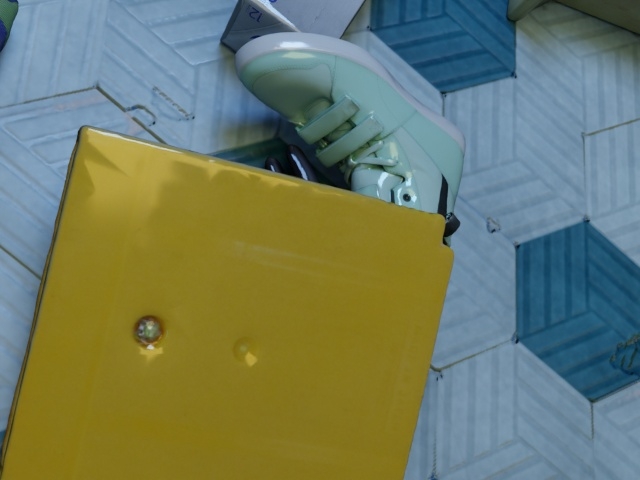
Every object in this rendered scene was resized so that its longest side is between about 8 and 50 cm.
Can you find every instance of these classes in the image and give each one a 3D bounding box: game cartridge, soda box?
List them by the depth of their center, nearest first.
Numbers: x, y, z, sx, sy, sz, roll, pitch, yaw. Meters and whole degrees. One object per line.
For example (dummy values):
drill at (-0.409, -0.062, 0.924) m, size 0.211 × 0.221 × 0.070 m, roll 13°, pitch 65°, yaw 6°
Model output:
game cartridge at (-0.065, 0.084, 0.745) m, size 0.323 × 0.052 × 0.285 m, roll 14°, pitch 90°, yaw -19°
soda box at (0.019, -0.287, 0.914) m, size 0.098 × 0.091 × 0.286 m, roll 33°, pitch 65°, yaw -8°

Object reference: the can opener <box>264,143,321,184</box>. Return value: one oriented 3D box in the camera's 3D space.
can opener at (0.000, 0.000, 0.847) m, size 0.059 × 0.073 × 0.186 m, roll -33°, pitch 83°, yaw 12°

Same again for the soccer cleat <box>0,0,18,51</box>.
soccer cleat at (-0.373, -0.246, 0.733) m, size 0.289 × 0.093 × 0.121 m, roll 42°, pitch 53°, yaw -20°

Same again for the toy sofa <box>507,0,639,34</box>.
toy sofa at (0.402, -0.299, 1.039) m, size 0.362 × 0.150 × 0.177 m, roll 17°, pitch 70°, yaw -16°

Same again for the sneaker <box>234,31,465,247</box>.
sneaker at (0.032, -0.076, 0.822) m, size 0.256 × 0.094 × 0.151 m, roll 25°, pitch 54°, yaw -28°
